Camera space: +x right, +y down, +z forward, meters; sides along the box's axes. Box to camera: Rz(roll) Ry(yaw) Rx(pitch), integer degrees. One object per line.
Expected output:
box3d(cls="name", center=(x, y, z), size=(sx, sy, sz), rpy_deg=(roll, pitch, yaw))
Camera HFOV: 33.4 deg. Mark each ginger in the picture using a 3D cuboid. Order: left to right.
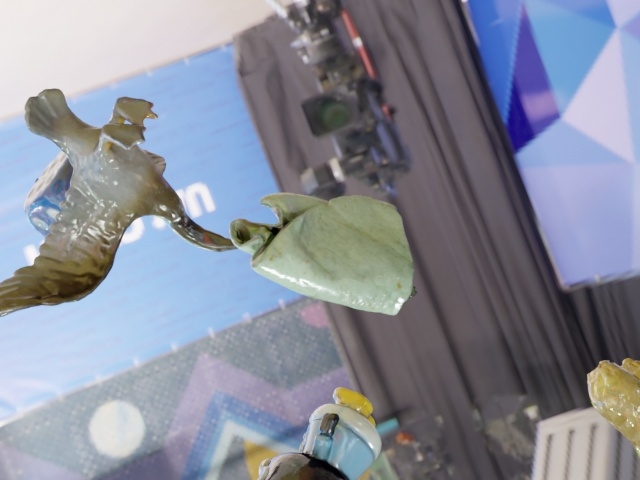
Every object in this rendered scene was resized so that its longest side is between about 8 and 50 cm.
box3d(cls="ginger", center=(0.315, 0.224, 0.855), size=(0.118, 0.298, 0.065), rpy_deg=(-1, 144, -32))

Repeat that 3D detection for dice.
box3d(cls="dice", center=(-0.403, -0.071, 1.806), size=(0.143, 0.146, 0.146), rpy_deg=(-22, -144, 46))

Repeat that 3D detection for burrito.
box3d(cls="burrito", center=(0.001, 0.003, 0.615), size=(0.118, 0.074, 0.044), rpy_deg=(10, 141, -31))

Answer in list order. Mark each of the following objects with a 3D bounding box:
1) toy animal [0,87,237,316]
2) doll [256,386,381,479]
box3d(cls="toy animal", center=(-0.161, -0.039, 0.897), size=(0.197, 0.160, 0.272), rpy_deg=(12, -133, 12))
box3d(cls="doll", center=(-0.031, 0.328, 1.315), size=(0.314, 0.141, 0.177), rpy_deg=(-55, 153, -31))
